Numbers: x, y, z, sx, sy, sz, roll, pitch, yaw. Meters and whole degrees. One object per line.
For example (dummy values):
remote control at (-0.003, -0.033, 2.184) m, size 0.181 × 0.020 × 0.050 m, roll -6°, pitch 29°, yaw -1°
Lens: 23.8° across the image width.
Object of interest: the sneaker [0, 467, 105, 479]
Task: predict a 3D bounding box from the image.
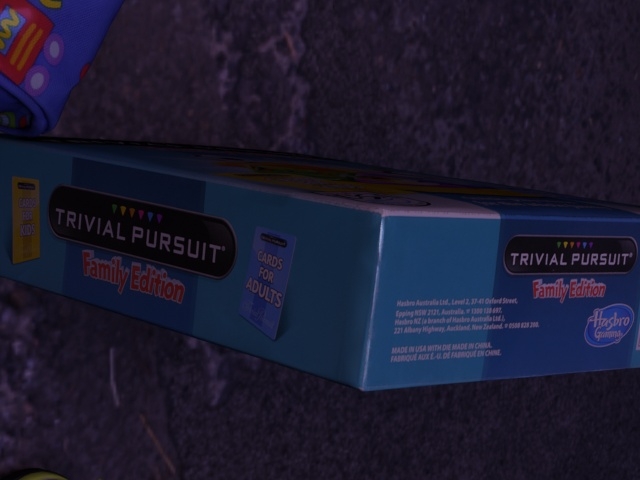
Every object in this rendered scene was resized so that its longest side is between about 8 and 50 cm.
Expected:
sneaker at (-0.189, 0.233, 0.841) m, size 0.084 × 0.097 × 0.235 m, roll 37°, pitch 73°, yaw -40°

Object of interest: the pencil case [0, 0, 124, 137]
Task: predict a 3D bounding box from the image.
pencil case at (-0.134, -0.206, 0.790) m, size 0.133 × 0.119 × 0.306 m, roll 31°, pitch 77°, yaw -21°

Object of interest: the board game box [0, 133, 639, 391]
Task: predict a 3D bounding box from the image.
board game box at (0.000, 0.000, 0.805) m, size 0.253 × 0.336 × 0.079 m, roll 1°, pitch 98°, yaw -43°
